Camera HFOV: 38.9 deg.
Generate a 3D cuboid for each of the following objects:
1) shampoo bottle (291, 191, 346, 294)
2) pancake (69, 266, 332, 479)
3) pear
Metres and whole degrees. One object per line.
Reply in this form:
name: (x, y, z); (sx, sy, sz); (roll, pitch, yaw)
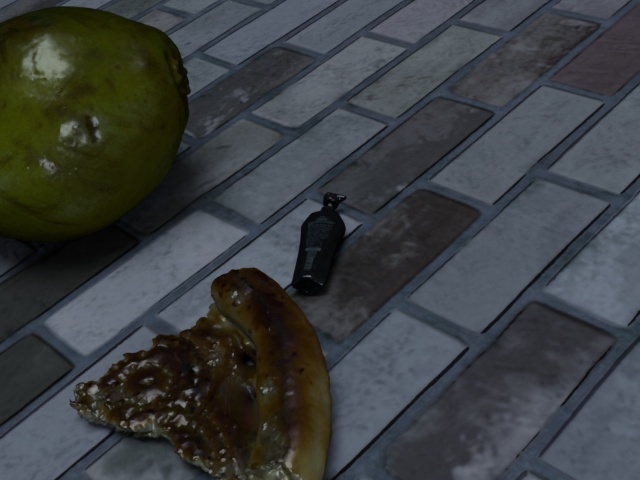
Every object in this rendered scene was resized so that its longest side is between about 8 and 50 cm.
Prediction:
shampoo bottle: (0.000, 0.000, 0.935); (0.048, 0.027, 0.137); (-1, 41, 14)
pancake: (-0.111, 0.129, 0.791); (0.244, 0.057, 0.266); (-10, 40, 7)
pear: (-0.293, -0.129, 1.016); (0.321, 0.269, 0.269); (-16, 37, 19)
